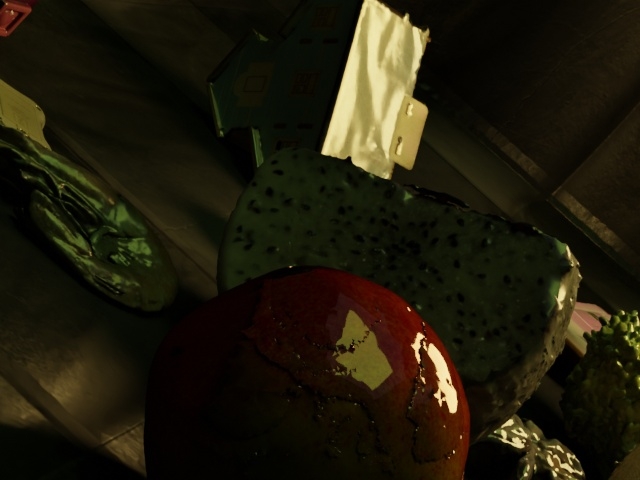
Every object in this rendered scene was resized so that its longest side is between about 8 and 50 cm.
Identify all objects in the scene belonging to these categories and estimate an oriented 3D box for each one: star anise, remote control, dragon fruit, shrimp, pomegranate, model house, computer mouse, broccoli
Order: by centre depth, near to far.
[{"bbox_3d":[-0.012,0.127,1.203,0.210,0.210,0.235,36,39,-22],"label":"pomegranate"},{"bbox_3d":[-0.197,-0.020,1.510,0.223,0.047,0.126,38,23,-20],"label":"shrimp"},{"bbox_3d":[0.051,0.079,1.583,0.283,0.204,0.221,23,-21,17],"label":"dragon fruit"},{"bbox_3d":[-0.256,-0.093,1.602,0.074,0.032,0.122,34,15,-25],"label":"remote control"},{"bbox_3d":[0.182,0.199,1.834,0.204,0.061,0.180,35,14,-24],"label":"star anise"},{"bbox_3d":[0.378,0.189,2.087,0.235,0.260,0.288,-28,59,-36],"label":"broccoli"},{"bbox_3d":[-0.011,-0.147,2.197,0.206,0.271,0.178,4,-15,41],"label":"model house"},{"bbox_3d":[0.344,0.137,2.507,0.158,0.072,0.310,44,12,19],"label":"computer mouse"}]

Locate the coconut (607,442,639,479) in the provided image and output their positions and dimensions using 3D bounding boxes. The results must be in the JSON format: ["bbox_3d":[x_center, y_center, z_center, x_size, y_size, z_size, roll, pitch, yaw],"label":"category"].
[{"bbox_3d":[0.339,0.279,1.612,0.245,0.245,0.247,37,7,-17],"label":"coconut"}]

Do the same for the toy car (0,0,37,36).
[{"bbox_3d":[-0.343,-0.363,1.793,0.340,0.240,0.271,46,11,9],"label":"toy car"}]
